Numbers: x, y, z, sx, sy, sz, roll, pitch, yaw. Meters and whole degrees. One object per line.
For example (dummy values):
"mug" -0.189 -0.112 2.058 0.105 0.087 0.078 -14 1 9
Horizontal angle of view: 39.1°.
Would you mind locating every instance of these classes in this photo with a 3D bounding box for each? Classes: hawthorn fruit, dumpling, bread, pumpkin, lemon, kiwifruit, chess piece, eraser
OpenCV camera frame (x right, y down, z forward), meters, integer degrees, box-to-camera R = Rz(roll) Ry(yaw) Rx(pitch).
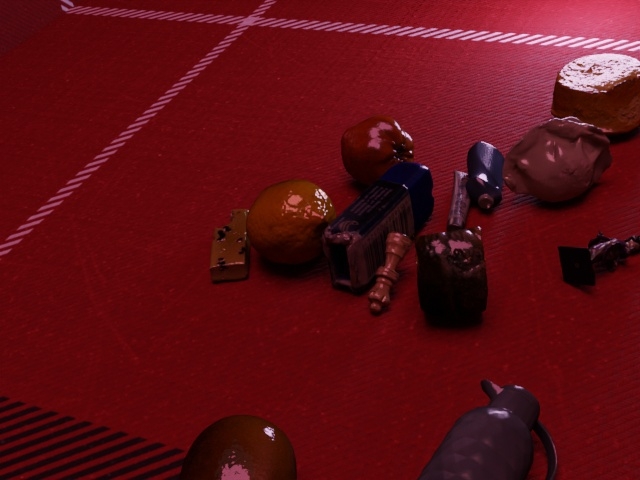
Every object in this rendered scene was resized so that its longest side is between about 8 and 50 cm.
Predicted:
"hawthorn fruit" 0.136 -0.219 2.189 0.189 0.189 0.189 -6 37 5
"dumpling" 0.534 -0.185 2.033 0.258 0.193 0.147 -14 33 0
"bread" -0.205 0.005 2.072 0.088 0.049 0.226 -8 37 3
"bread" 0.707 -0.370 2.277 0.269 0.145 0.268 -8 34 6
"pumpkin" 0.256 0.027 1.824 0.139 0.190 0.280 -7 37 5
"lemon" -0.066 -0.038 1.976 0.188 0.188 0.257 -41 17 -34
"kiwifruit" -0.133 0.397 1.435 0.196 0.196 0.234 -1 43 11
"chess piece" 0.138 0.069 1.868 0.060 0.060 0.172 13 70 27
"eraser" 0.129 -0.039 1.966 0.102 0.155 0.332 16 44 32

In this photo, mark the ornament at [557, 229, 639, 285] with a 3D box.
"ornament" 0.594 0.023 1.842 0.203 0.088 0.081 -17 14 -23

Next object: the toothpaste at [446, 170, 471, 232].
"toothpaste" 0.325 -0.092 2.088 0.062 0.039 0.239 14 40 7

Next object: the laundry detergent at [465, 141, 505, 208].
"laundry detergent" 0.387 -0.144 2.111 0.097 0.061 0.206 33 39 -17

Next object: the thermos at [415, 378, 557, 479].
"thermos" 0.275 0.359 1.440 0.182 0.145 0.286 40 52 8
